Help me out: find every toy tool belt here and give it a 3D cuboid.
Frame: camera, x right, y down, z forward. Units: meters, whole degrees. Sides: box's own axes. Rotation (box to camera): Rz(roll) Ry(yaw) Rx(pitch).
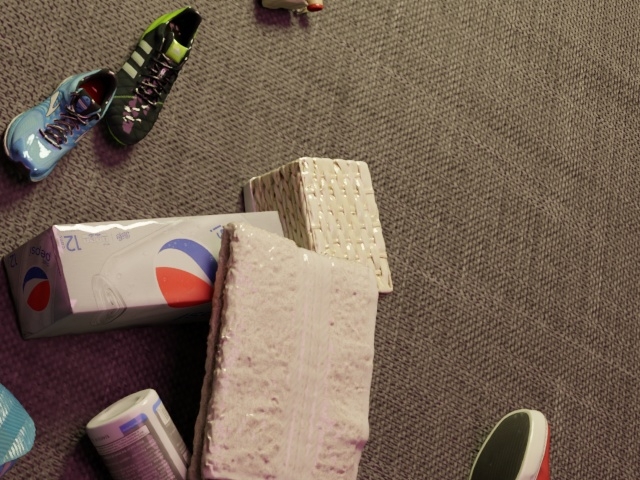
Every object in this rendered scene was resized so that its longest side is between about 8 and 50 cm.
[{"bbox_3d":[-0.032,-0.293,2.214,0.083,0.052,0.051,4,77,-40],"label":"toy tool belt"}]

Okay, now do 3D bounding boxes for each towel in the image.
[{"bbox_3d":[-0.033,0.132,1.898,0.187,0.049,0.282,20,65,-35],"label":"towel"}]

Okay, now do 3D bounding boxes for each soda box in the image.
[{"bbox_3d":[-0.165,0.033,1.921,0.286,0.098,0.091,-4,74,-42],"label":"soda box"}]

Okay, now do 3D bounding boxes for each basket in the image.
[{"bbox_3d":[0.000,0.000,2.072,0.113,0.103,0.167,2,71,-39],"label":"basket"}]

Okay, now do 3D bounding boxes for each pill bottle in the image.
[{"bbox_3d":[-0.161,0.219,1.850,0.078,0.078,0.137,-37,102,-44],"label":"pill bottle"}]

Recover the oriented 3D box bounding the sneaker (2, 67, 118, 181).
[{"bbox_3d":[-0.257,-0.125,1.928,0.063,0.073,0.162,46,48,-16],"label":"sneaker"}]

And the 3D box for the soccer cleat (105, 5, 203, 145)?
[{"bbox_3d":[-0.175,-0.177,2.022,0.060,0.072,0.179,37,51,-23],"label":"soccer cleat"}]

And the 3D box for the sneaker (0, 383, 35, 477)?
[{"bbox_3d":[-0.331,0.202,1.715,0.087,0.092,0.228,49,28,-10],"label":"sneaker"}]

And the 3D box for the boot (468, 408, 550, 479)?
[{"bbox_3d":[0.250,0.325,2.157,0.176,0.088,0.244,28,63,-29],"label":"boot"}]
